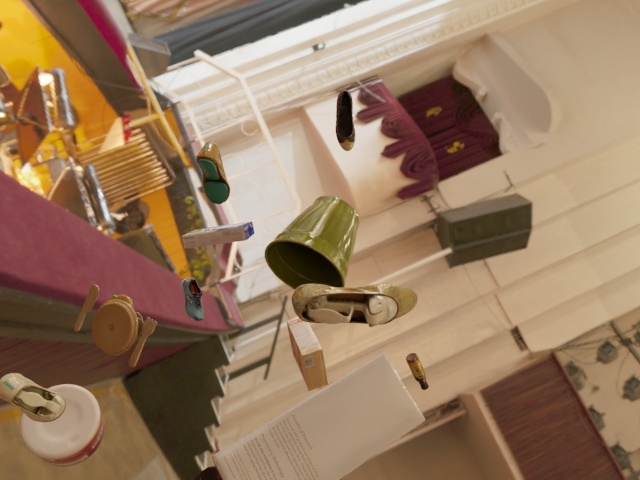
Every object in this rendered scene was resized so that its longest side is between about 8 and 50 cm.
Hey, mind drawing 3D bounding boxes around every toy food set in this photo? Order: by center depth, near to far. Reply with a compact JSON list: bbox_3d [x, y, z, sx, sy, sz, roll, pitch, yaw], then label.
[{"bbox_3d":[-0.450,0.189,1.091,0.192,0.132,0.038,26,1,19],"label":"toy food set"}]

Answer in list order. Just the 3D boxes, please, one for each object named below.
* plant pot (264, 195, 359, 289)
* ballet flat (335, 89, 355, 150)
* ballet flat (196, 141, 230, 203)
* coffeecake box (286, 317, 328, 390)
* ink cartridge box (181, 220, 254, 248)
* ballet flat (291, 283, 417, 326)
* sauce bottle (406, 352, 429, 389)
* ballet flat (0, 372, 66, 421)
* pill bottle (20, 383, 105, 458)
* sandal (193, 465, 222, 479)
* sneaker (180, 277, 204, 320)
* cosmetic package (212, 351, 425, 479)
[{"bbox_3d":[0.000,0.000,2.134,0.367,0.353,0.366,19,-36,14],"label":"plant pot"},{"bbox_3d":[0.068,-0.341,1.395,0.049,0.058,0.173,-30,115,-84],"label":"ballet flat"},{"bbox_3d":[-0.291,-0.188,1.373,0.232,0.080,0.073,99,0,-62],"label":"ballet flat"},{"bbox_3d":[-0.043,0.352,1.541,0.185,0.068,0.142,-127,-155,-60],"label":"coffeecake box"},{"bbox_3d":[-0.324,-0.018,1.562,0.097,0.207,0.046,-59,141,-74],"label":"ink cartridge box"},{"bbox_3d":[0.096,0.182,1.315,0.123,0.349,0.123,-176,-90,-86],"label":"ballet flat"},{"bbox_3d":[0.310,0.416,1.549,0.128,0.042,0.042,62,-5,-20],"label":"sauce bottle"},{"bbox_3d":[-0.720,0.416,1.256,0.086,0.086,0.248,62,-4,36],"label":"ballet flat"},{"bbox_3d":[-0.860,0.642,1.667,0.224,0.224,0.392,64,-29,19],"label":"pill bottle"},{"bbox_3d":[-0.193,0.517,1.059,0.060,0.219,0.090,44,12,-38],"label":"sandal"},{"bbox_3d":[-0.454,0.211,1.758,0.073,0.063,0.162,-19,-91,48],"label":"sneaker"},{"bbox_3d":[-0.008,0.384,0.939,0.155,0.366,0.197,57,-24,17],"label":"cosmetic package"}]
